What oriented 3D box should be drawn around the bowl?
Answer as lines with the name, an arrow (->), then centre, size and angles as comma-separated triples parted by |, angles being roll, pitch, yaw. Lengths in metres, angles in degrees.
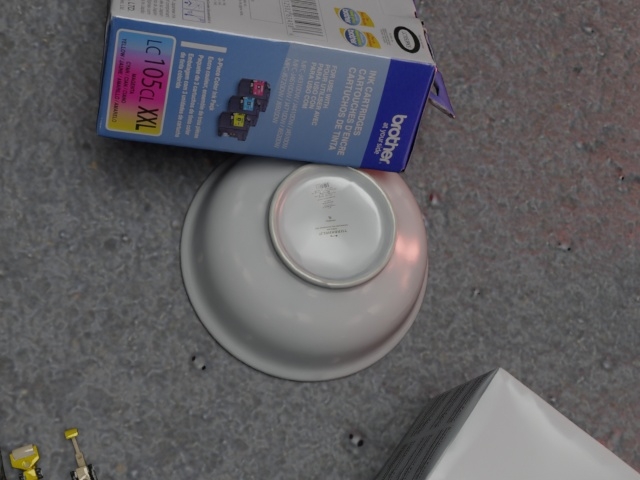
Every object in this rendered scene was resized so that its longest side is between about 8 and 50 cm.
bowl -> 0.000, 0.000, 1.248 | 0.298, 0.134, 0.297 | 4, 73, -14

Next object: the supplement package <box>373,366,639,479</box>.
supplement package -> 0.187, 0.261, 1.178 | 0.194, 0.203, 0.149 | 38, 68, -2

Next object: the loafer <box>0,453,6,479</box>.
loafer -> -0.360, 0.209, 1.114 | 0.096, 0.084, 0.267 | -4, 74, -16

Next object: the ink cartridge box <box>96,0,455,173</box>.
ink cartridge box -> -0.036, -0.218, 1.238 | 0.396, 0.151, 0.270 | 5, 39, -11

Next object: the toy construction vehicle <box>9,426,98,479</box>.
toy construction vehicle -> -0.272, 0.251, 1.156 | 0.086, 0.035, 0.098 | -21, 77, -8
